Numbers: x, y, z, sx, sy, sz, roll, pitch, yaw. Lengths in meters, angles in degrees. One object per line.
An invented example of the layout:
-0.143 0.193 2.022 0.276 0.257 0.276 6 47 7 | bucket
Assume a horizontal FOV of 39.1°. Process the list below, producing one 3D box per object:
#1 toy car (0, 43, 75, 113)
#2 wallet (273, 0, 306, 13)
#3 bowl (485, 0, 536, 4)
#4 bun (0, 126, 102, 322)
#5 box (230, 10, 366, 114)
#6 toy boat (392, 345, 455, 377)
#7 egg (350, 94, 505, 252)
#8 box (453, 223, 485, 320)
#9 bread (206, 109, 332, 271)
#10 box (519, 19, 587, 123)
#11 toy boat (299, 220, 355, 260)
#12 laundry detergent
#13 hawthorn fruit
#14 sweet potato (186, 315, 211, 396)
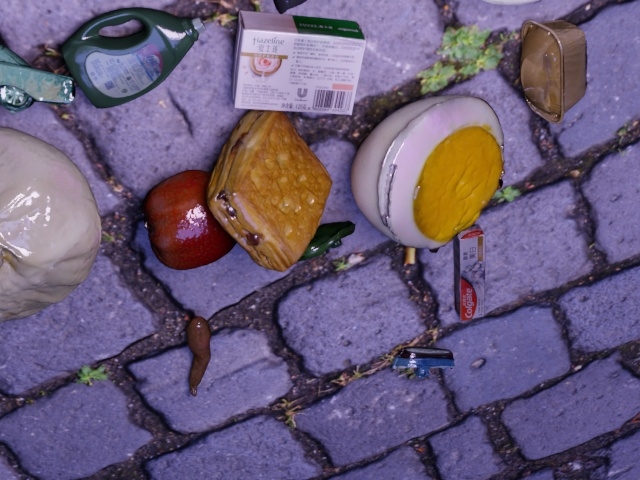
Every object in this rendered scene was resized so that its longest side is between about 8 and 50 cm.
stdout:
-0.521 -0.250 1.315 0.320 0.141 0.097 8 98 -17 | toy car
-0.096 -0.514 1.135 0.062 0.228 0.406 -12 130 13 | wallet
0.273 -0.491 1.281 0.276 0.145 0.277 -7 129 -9 | bowl
-0.536 0.001 1.448 0.360 0.213 0.361 -5 126 -7 | bun
-0.038 -0.279 1.421 0.198 0.081 0.135 1 126 -15 | box
0.218 0.259 1.900 0.137 0.060 0.061 5 105 -20 | toy boat
0.171 -0.133 1.530 0.286 0.174 0.264 -35 129 -17 | egg
0.295 0.066 1.782 0.055 0.040 0.218 -11 128 -5 | box
-0.087 -0.084 1.473 0.099 0.235 0.210 -12 131 37 | bread
0.380 -0.283 1.493 0.111 0.111 0.177 -13 128 -1 | box
0.000 0.000 1.588 0.104 0.210 0.052 -20 92 15 | toy boat
-0.277 -0.294 1.370 0.210 0.063 0.137 -25 122 8 | laundry detergent
-0.204 -0.037 1.523 0.188 0.169 0.169 -9 129 -11 | hawthorn fruit
-0.243 0.225 1.788 0.050 0.050 0.214 -2 131 -11 | sweet potato
